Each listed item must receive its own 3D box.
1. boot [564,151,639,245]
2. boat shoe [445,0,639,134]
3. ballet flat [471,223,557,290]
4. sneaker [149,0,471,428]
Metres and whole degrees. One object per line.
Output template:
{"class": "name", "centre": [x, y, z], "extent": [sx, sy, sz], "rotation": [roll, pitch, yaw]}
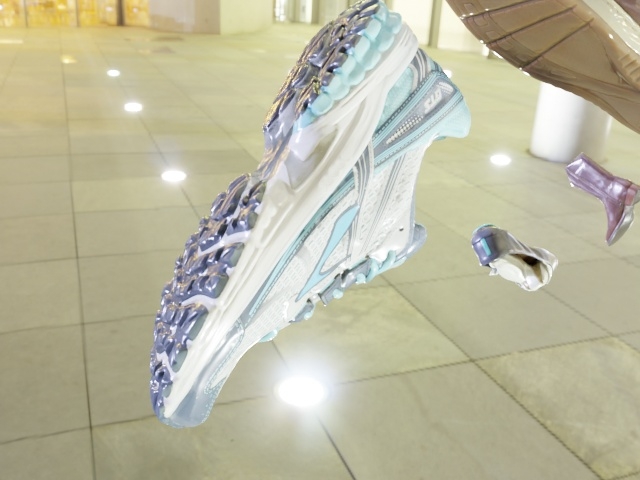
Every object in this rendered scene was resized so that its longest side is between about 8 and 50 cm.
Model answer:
{"class": "boot", "centre": [0.402, -0.062, 0.956], "extent": [0.037, 0.106, 0.114], "rotation": [-14, 39, -36]}
{"class": "boat shoe", "centre": [0.238, -0.181, 0.508], "extent": [0.342, 0.123, 0.123], "rotation": [25, -4, -15]}
{"class": "ballet flat", "centre": [0.297, 0.039, 0.974], "extent": [0.203, 0.074, 0.074], "rotation": [23, 5, -39]}
{"class": "sneaker", "centre": [0.000, 0.000, 0.399], "extent": [0.122, 0.283, 0.110], "rotation": [33, -2, -21]}
